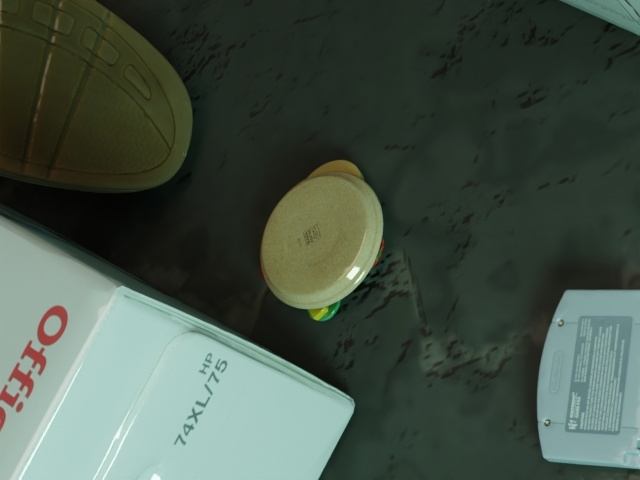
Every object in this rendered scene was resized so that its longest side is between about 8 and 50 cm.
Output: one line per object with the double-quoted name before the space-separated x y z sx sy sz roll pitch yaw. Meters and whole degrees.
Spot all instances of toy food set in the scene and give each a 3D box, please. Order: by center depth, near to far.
"toy food set" 0.000 0.000 0.760 0.082 0.020 0.083 -44 52 12

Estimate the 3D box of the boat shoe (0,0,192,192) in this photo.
"boat shoe" -0.248 -0.103 0.822 0.123 0.342 0.123 159 121 -66

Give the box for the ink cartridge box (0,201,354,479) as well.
"ink cartridge box" -0.167 0.093 0.724 0.270 0.197 0.198 26 86 40

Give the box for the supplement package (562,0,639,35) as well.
"supplement package" 0.172 -0.209 0.612 0.263 0.198 0.199 35 92 40

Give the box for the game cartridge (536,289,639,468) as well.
"game cartridge" 0.129 0.064 0.644 0.056 0.017 0.083 1 71 32
